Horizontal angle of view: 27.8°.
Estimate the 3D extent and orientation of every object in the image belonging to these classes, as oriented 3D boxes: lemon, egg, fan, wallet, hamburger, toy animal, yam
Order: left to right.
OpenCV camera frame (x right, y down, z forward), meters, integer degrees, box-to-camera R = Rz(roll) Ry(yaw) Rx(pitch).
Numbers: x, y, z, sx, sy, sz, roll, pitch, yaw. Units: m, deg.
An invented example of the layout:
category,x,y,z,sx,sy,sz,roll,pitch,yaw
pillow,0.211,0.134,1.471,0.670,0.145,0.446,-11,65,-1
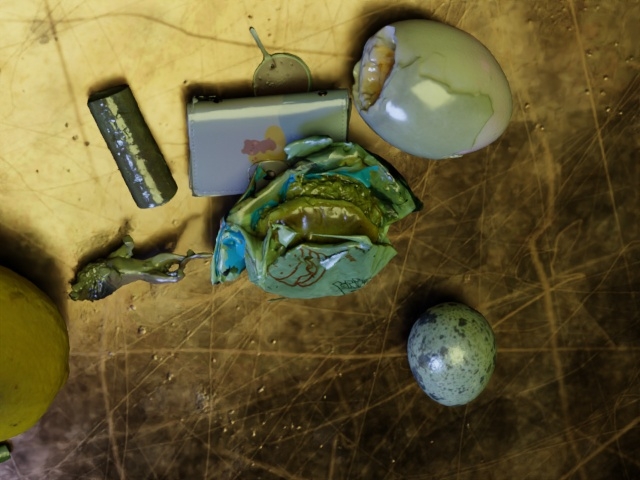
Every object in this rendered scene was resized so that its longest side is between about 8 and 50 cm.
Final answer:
category,x,y,z,sx,sy,sz,roll,pitch,yaw
lemon,-0.473,0.146,1.716,0.284,0.260,0.260,-6,114,-41
yam,-0.256,-0.128,1.759,0.068,0.068,0.169,-24,109,-2
toy animal,-0.253,0.035,1.794,0.219,0.069,0.086,-10,147,16
wallet,-0.071,-0.136,1.791,0.231,0.069,0.170,-5,129,-6
fan,-0.064,-0.237,1.788,0.085,0.005,0.133,-31,114,2
hamburger,0.000,-0.002,1.775,0.260,0.150,0.276,21,126,-29
egg,0.162,-0.200,1.755,0.217,0.183,0.183,14,107,-27
egg,0.195,0.172,1.924,0.132,0.132,0.172,-10,124,-8

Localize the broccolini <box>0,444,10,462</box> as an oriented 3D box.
category,x,y,z,sx,sy,sz,roll,pitch,yaw
broccolini,-0.551,0.344,1.874,0.202,0.068,0.091,-25,94,-3
